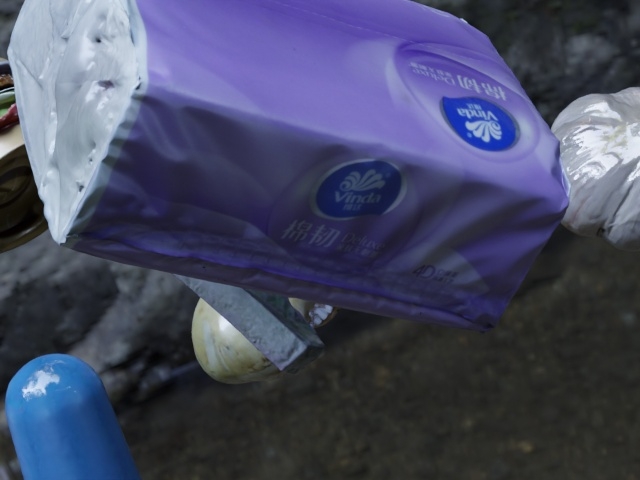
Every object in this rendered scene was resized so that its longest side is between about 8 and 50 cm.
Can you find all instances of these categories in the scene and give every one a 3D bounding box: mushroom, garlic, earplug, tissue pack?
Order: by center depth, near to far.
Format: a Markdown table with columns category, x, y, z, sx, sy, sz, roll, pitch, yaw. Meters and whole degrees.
| category | x | y | z | sx | sy | sz | roll | pitch | yaw |
| --- | --- | --- | --- | --- | --- | --- | --- | --- | --- |
| tissue pack | -0.027 | -0.085 | 1.054 | 0.338 | 0.160 | 0.242 | 13 | 32 | -31 |
| mushroom | -0.065 | 0.081 | 1.568 | 0.148 | 0.112 | 0.148 | -36 | 42 | 40 |
| earplug | -0.254 | 0.248 | 1.646 | 0.132 | 0.273 | 0.132 | -14 | 17 | 5 |
| garlic | 0.373 | -0.104 | 1.785 | 0.218 | 0.212 | 0.219 | 4 | 58 | -7 |

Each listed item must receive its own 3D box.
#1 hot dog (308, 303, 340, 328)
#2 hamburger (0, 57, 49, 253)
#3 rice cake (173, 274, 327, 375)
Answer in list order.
| category | x | y | z | sx | sy | sz | roll | pitch | yaw |
| --- | --- | --- | --- | --- | --- | --- | --- | --- | --- |
| hot dog | 0.000 | 0.000 | 1.806 | 0.131 | 0.069 | 0.253 | 6 | 62 | 36 |
| hamburger | -0.292 | -0.080 | 1.338 | 0.175 | 0.175 | 0.137 | -37 | 68 | -27 |
| rice cake | -0.082 | 0.035 | 1.266 | 0.047 | 0.206 | 0.036 | -49 | 3 | 34 |
